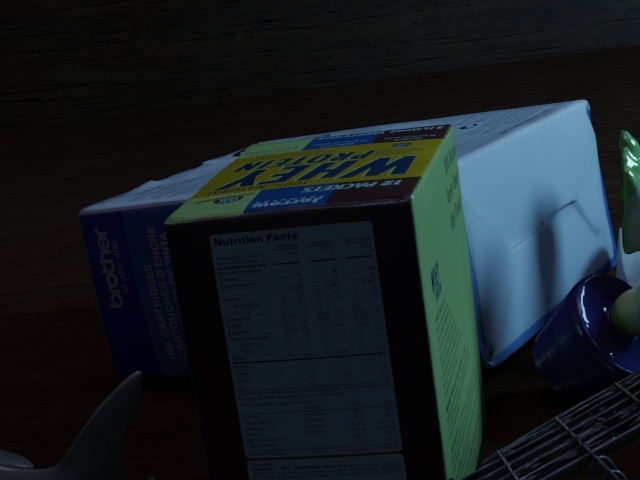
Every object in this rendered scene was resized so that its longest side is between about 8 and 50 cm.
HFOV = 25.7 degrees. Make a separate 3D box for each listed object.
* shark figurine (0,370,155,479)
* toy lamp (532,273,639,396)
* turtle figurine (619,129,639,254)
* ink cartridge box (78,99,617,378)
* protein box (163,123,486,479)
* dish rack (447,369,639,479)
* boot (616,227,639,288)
[{"bbox_3d":[-0.242,0.118,0.914,0.166,0.116,0.278,-21,17,-38],"label":"shark figurine"},{"bbox_3d":[0.232,0.019,0.862,0.080,0.080,0.274,-21,-16,-42],"label":"toy lamp"},{"bbox_3d":[0.334,-0.073,0.934,0.266,0.275,0.198,-2,44,12],"label":"turtle figurine"},{"bbox_3d":[0.000,0.000,1.126,0.395,0.151,0.270,-3,13,33],"label":"ink cartridge box"},{"bbox_3d":[0.014,0.053,0.831,0.135,0.201,0.200,-5,14,13],"label":"protein box"},{"bbox_3d":[0.163,0.125,0.628,0.208,0.074,0.271,-28,10,0],"label":"dish rack"},{"bbox_3d":[0.265,0.043,1.034,0.086,0.069,0.190,1,23,7],"label":"boot"}]
